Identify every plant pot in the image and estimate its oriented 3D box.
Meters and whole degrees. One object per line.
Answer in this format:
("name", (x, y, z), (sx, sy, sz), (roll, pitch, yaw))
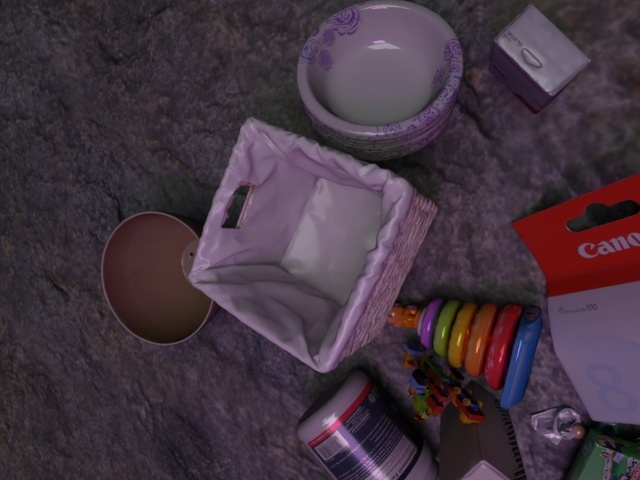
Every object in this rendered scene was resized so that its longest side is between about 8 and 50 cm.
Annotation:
("plant pot", (-0.314, 0.069, 0.972), (0.284, 0.191, 0.283), (3, 98, 18))

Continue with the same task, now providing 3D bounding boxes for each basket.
("basket", (0.000, 0.000, 0.785), (0.331, 0.266, 0.328), (28, 103, 27))

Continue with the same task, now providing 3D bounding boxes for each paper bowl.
("paper bowl", (0.106, -0.279, 0.783), (0.285, 0.148, 0.284), (-2, 73, 7))

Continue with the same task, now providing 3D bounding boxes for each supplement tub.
("supplement tub", (0.101, 0.426, 0.876), (0.272, 0.191, 0.191), (47, 108, 8))

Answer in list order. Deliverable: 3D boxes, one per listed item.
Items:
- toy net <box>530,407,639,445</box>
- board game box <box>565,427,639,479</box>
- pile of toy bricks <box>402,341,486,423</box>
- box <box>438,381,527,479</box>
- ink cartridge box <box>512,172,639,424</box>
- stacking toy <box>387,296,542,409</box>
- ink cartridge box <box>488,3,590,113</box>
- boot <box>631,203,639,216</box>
("toy net", (0.527, 0.355, 0.802), (0.233, 0.045, 0.122), (5, 99, 18))
("board game box", (0.557, 0.518, 0.783), (0.214, 0.046, 0.317), (16, 112, 17))
("pile of toy bricks", (0.203, 0.288, 0.806), (0.118, 0.212, 0.105), (15, 103, -17))
("box", (0.283, 0.374, 0.764), (0.094, 0.275, 0.113), (37, 107, 8))
("ink cartridge box", (0.498, 0.106, 0.668), (0.384, 0.091, 0.308), (60, 150, 2))
("stacking toy", (0.255, 0.174, 0.834), (0.302, 0.175, 0.165), (14, 106, 30))
("ink cartridge box", (0.356, -0.293, 0.713), (0.072, 0.175, 0.127), (-43, 83, 18))
("boot", (0.611, -0.013, 0.719), (0.153, 0.073, 0.197), (16, 89, 15))
